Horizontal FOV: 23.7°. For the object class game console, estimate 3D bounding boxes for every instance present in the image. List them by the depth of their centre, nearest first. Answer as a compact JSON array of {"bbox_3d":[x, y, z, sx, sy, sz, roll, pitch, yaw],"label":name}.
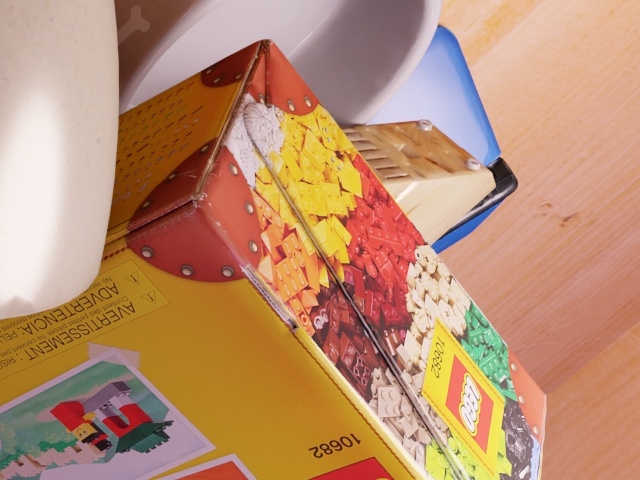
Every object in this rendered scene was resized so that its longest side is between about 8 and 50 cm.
[{"bbox_3d":[0.027,-0.041,1.506,0.293,0.173,0.250,-30,173,-15],"label":"game console"}]

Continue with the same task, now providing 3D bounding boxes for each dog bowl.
[{"bbox_3d":[-0.056,-0.158,1.198,0.349,0.102,0.349,-27,156,-13],"label":"dog bowl"}]

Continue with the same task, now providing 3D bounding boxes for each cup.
[{"bbox_3d":[-0.243,-0.137,0.807,0.331,0.331,0.237,0,115,-51],"label":"cup"}]

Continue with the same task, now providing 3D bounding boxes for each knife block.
[{"bbox_3d":[-0.004,0.024,1.307,0.276,0.088,0.242,-10,133,-43],"label":"knife block"}]

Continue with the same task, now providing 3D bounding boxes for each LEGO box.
[{"bbox_3d":[-0.145,0.136,1.132,0.500,0.193,0.372,-24,119,28],"label":"LEGO box"}]
